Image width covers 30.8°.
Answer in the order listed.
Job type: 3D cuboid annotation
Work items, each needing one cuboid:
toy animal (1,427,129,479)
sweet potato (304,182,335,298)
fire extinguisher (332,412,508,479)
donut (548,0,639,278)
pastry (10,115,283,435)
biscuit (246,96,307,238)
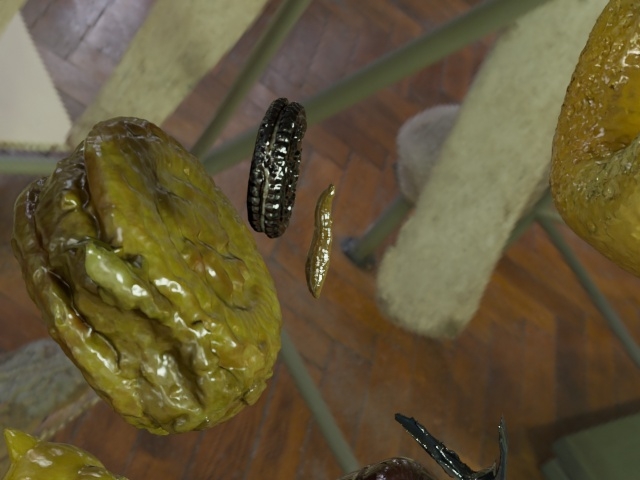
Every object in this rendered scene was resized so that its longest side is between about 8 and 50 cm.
[{"bbox_3d":[-0.260,0.299,1.254,0.156,0.229,0.156,-6,53,8],"label":"toy animal"},{"bbox_3d":[0.000,0.000,1.140,0.026,0.115,0.026,6,5,-1],"label":"sweet potato"},{"bbox_3d":[0.004,0.213,0.835,0.138,0.344,0.102,52,29,-18],"label":"fire extinguisher"},{"bbox_3d":[0.250,-0.102,0.764,0.109,0.277,0.277,24,37,-11],"label":"donut"},{"bbox_3d":[-0.129,0.039,0.863,0.240,0.132,0.235,48,20,-33],"label":"pastry"},{"bbox_3d":[-0.028,-0.048,0.760,0.027,0.087,0.089,10,53,5],"label":"biscuit"}]
